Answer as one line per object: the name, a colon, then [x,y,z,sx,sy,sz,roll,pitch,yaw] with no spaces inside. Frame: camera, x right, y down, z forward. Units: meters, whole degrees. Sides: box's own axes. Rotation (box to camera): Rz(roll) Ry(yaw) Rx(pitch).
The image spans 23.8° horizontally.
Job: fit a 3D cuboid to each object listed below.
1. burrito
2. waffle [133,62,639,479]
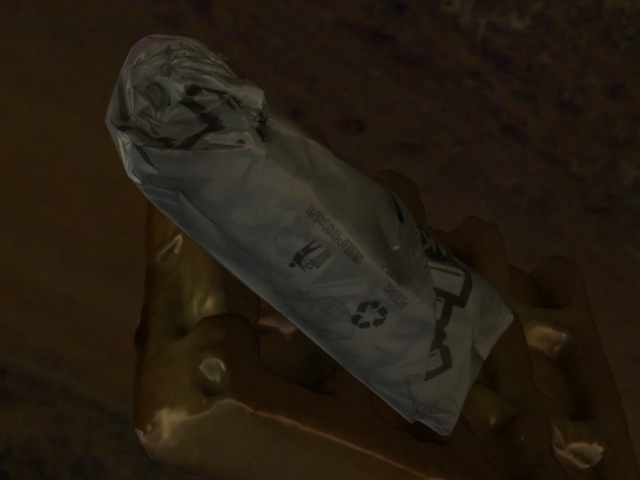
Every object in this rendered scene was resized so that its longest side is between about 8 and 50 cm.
burrito: [0.001,0.000,0.547,0.064,0.064,0.203,-4,143,48]
waffle: [0.050,0.067,0.888,0.348,0.304,0.077,27,121,-26]
